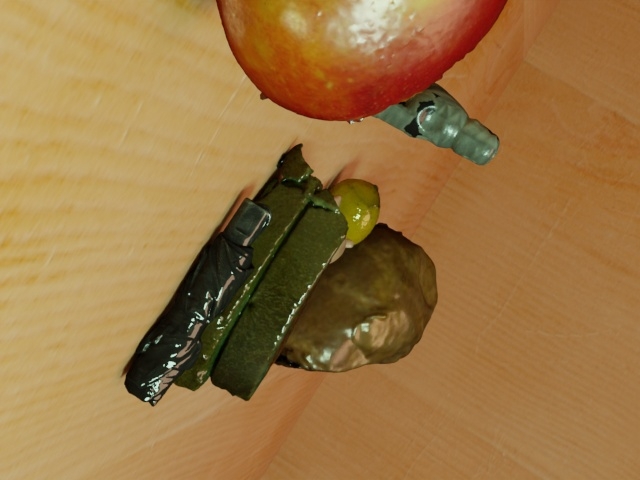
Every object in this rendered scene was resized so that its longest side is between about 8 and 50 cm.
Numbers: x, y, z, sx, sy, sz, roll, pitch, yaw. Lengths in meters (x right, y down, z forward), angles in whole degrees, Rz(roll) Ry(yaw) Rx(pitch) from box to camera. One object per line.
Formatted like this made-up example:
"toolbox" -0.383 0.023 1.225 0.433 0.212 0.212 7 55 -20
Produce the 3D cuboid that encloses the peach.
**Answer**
"peach" 0.031 -0.184 0.754 0.196 0.189 0.226 -59 171 -66

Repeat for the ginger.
"ginger" 0.048 0.081 1.692 0.269 0.200 0.223 7 90 -51

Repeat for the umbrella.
"umbrella" -0.121 0.062 1.190 0.236 0.059 0.066 -56 -172 2

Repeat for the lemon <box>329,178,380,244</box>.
"lemon" 0.038 -0.036 1.612 0.111 0.082 0.082 -55 173 28

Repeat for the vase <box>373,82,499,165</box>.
"vase" 0.067 -0.132 1.036 0.060 0.211 0.060 -56 171 -14

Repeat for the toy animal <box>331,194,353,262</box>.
"toy animal" 0.000 0.000 1.532 0.114 0.082 0.091 -49 169 -45

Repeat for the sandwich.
"sandwich" -0.060 0.058 1.327 0.292 0.109 0.212 -56 170 -10
